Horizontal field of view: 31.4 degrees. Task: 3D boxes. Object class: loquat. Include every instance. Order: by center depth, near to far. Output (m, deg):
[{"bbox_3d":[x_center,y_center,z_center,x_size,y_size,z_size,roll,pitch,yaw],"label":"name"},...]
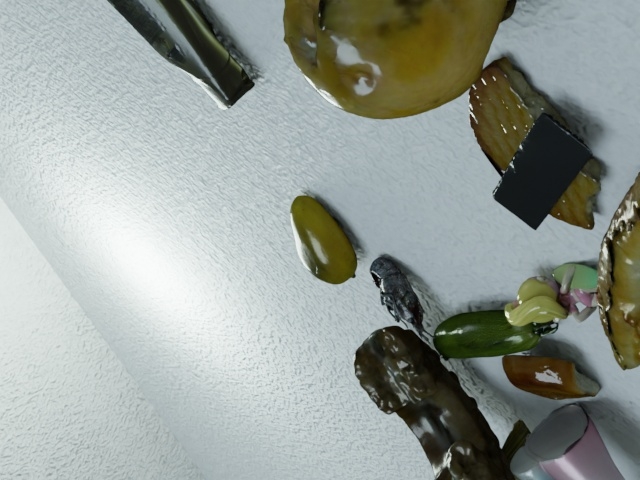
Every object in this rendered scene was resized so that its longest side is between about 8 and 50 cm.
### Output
[{"bbox_3d":[0.083,-0.238,1.151,0.244,0.244,0.244,34,153,20],"label":"loquat"}]

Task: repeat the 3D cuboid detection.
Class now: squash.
[{"bbox_3d":[0.238,0.144,1.703,0.080,0.071,0.318,39,157,-12],"label":"squash"}]

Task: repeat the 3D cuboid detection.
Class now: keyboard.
[{"bbox_3d":[0.256,-0.078,1.327,0.074,0.015,0.196,36,154,9],"label":"keyboard"}]

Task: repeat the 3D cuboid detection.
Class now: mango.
[{"bbox_3d":[0.000,0.000,1.837,0.103,0.076,0.161,7,129,62],"label":"mango"}]

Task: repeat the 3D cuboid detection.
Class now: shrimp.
[{"bbox_3d":[0.127,0.097,1.785,0.165,0.056,0.065,65,155,16],"label":"shrimp"}]

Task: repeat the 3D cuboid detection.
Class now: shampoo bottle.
[{"bbox_3d":[-0.235,-0.334,1.648,0.350,0.084,0.125,46,157,-7],"label":"shampoo bottle"}]

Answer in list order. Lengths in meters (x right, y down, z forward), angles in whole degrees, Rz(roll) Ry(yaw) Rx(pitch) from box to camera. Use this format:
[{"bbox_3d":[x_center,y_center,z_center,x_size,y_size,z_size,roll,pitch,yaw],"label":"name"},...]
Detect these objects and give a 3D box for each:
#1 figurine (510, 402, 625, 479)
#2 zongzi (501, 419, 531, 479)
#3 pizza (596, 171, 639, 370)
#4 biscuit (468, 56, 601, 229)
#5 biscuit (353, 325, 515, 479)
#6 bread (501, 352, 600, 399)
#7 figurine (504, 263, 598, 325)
[{"bbox_3d":[0.429,0.413,1.737,0.316,0.206,0.284,51,149,-1],"label":"figurine"},{"bbox_3d":[0.364,0.471,1.894,0.288,0.134,0.286,96,153,-48],"label":"zongzi"},{"bbox_3d":[0.443,0.073,1.270,0.435,0.080,0.392,50,153,-9],"label":"pizza"},{"bbox_3d":[0.252,-0.116,1.328,0.176,0.031,0.229,22,147,37],"label":"biscuit"},{"bbox_3d":[0.193,0.303,1.806,0.366,0.115,0.268,61,-167,23],"label":"biscuit"},{"bbox_3d":[0.335,0.206,1.660,0.126,0.044,0.129,30,156,-29],"label":"bread"},{"bbox_3d":[0.322,0.074,1.480,0.187,0.083,0.083,-8,125,47],"label":"figurine"}]
